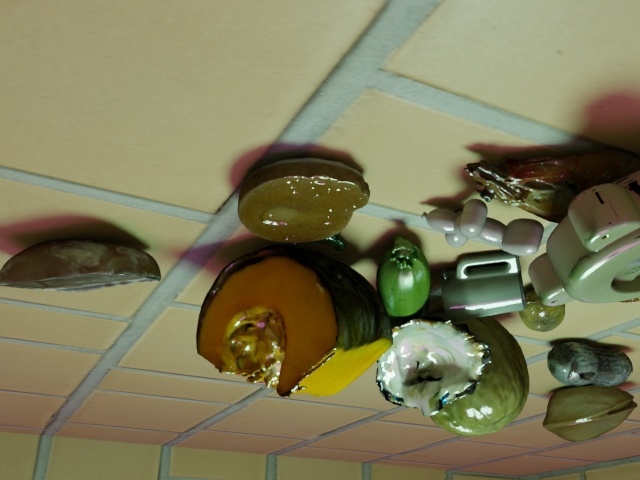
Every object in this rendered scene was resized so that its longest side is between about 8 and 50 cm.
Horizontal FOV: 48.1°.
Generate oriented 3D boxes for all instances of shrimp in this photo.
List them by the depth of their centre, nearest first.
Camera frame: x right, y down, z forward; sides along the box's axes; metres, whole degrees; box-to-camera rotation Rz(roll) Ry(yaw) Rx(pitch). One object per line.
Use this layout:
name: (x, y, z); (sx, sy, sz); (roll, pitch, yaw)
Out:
shrimp: (0.337, -0.081, 1.016); (0.294, 0.062, 0.154); (5, 143, -18)

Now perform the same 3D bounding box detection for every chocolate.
chocolate: (-0.413, 0.037, 1.243); (0.254, 0.080, 0.157); (-6, 168, 17)
chocolate: (0.658, 0.305, 1.762); (0.248, 0.110, 0.110); (13, 151, -25)

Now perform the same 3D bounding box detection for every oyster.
oyster: (0.204, 0.242, 1.362); (0.198, 0.092, 0.260); (25, 119, 6)

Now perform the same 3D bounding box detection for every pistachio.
pistachio: (0.785, 0.502, 2.105); (0.212, 0.163, 0.260); (-22, 173, -44)

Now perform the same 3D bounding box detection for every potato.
potato: (0.447, 0.138, 1.450); (0.091, 0.070, 0.138); (-11, 154, 12)

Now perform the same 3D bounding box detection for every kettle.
kettle: (0.300, 0.082, 1.333); (0.148, 0.127, 0.098); (-10, -175, 15)

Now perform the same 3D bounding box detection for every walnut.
walnut: (0.308, 0.272, 1.514); (0.283, 0.283, 0.227); (5, 153, -9)

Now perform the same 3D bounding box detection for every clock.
clock: (0.461, -0.014, 0.995); (0.309, 0.114, 0.284); (-12, 152, -11)

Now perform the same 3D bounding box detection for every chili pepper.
chili pepper: (0.006, -0.004, 1.209); (0.118, 0.035, 0.055); (7, 168, -36)

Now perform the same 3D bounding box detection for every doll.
doll: (0.239, -0.019, 1.093); (0.161, 0.059, 0.160); (18, 172, -6)

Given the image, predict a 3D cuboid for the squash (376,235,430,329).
squash: (0.154, 0.092, 1.329); (0.101, 0.101, 0.379); (-2, 154, 5)

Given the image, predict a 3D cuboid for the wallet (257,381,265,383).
wallet: (-0.065, 0.206, 1.451); (0.119, 0.232, 0.025); (-4, 119, 9)

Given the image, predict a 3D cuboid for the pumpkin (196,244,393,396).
pumpkin: (-0.043, 0.142, 1.256); (0.303, 0.256, 0.225); (22, 176, 31)

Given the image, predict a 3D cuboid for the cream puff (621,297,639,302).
cream puff: (0.553, 0.061, 1.274); (0.149, 0.084, 0.149); (-2, 154, -1)

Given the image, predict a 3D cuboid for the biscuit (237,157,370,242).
biscuit: (-0.032, -0.060, 1.067); (0.181, 0.049, 0.208); (8, 153, -16)

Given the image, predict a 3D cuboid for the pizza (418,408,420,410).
pizza: (0.350, 0.367, 1.789); (0.277, 0.114, 0.409); (-14, -176, -23)
